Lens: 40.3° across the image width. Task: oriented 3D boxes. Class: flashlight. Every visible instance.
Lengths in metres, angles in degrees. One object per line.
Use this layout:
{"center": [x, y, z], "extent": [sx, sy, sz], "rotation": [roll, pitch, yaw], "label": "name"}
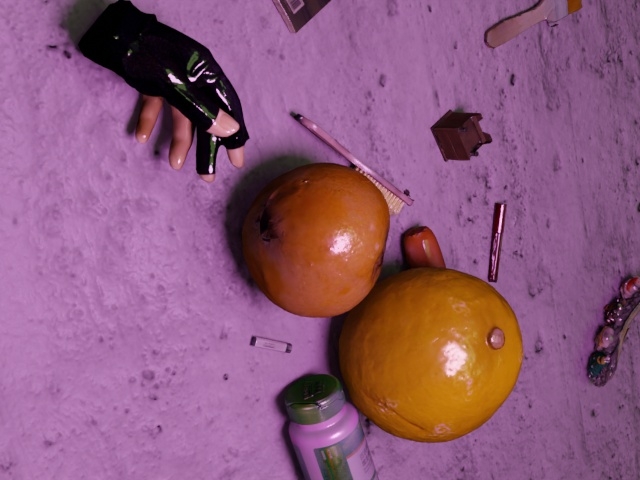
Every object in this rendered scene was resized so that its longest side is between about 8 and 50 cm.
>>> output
{"center": [-0.087, 0.186, 1.560], "extent": [0.083, 0.018, 0.018], "rotation": [17, 86, -39], "label": "flashlight"}

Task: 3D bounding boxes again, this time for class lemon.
{"center": [0.202, 0.206, 1.601], "extent": [0.348, 0.348, 0.348], "rotation": [-7, 101, -39], "label": "lemon"}

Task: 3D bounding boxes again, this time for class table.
{"center": [0.288, -0.212, 1.770], "extent": [0.070, 0.082, 0.083], "rotation": [-44, 121, -27], "label": "table"}

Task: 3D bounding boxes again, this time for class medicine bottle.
{"center": [0.021, 0.385, 1.606], "extent": [0.133, 0.133, 0.274], "rotation": [-33, 116, -32], "label": "medicine bottle"}

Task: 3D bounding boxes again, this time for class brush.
{"center": [0.055, -0.130, 1.606], "extent": [0.313, 0.072, 0.067], "rotation": [35, 88, -36], "label": "brush"}
{"center": [0.469, -0.494, 1.920], "extent": [0.336, 0.020, 0.085], "rotation": [-31, 115, -32], "label": "brush"}

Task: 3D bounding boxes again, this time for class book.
{"center": [-0.012, -0.492, 1.520], "extent": [0.228, 0.024, 0.160], "rotation": [-48, 124, -24], "label": "book"}

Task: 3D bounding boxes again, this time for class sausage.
{"center": [0.218, 0.065, 1.760], "extent": [0.076, 0.076, 0.197], "rotation": [-32, 117, -32], "label": "sausage"}

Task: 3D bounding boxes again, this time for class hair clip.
{"center": [0.753, 0.212, 2.212], "extent": [0.091, 0.138, 0.321], "rotation": [32, 71, 8], "label": "hair clip"}

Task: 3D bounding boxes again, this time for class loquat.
{"center": [0.000, 0.000, 1.457], "extent": [0.263, 0.263, 0.263], "rotation": [-7, 101, -39], "label": "loquat"}

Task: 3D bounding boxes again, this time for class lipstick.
{"center": [0.388, 0.006, 1.924], "extent": [0.027, 0.027, 0.176], "rotation": [1, 97, -40], "label": "lipstick"}

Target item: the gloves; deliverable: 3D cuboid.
{"center": [-0.212, -0.216, 1.285], "extent": [0.152, 0.197, 0.301], "rotation": [-38, 118, -18], "label": "gloves"}
